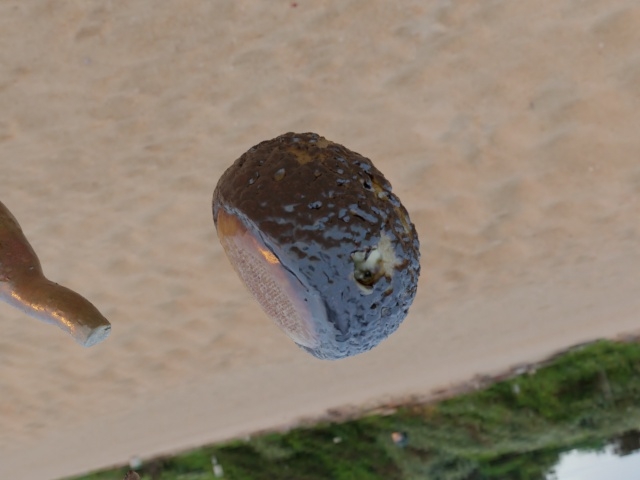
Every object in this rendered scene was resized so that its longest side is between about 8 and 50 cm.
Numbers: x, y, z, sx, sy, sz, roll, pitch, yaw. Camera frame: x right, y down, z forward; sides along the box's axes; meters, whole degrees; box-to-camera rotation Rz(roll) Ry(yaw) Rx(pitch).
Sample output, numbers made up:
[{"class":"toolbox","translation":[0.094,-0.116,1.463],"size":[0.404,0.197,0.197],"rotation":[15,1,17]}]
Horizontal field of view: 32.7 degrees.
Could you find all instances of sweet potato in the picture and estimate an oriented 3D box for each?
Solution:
[{"class":"sweet potato","translation":[-0.441,0.039,1.563],"size":[0.109,0.385,0.109],"rotation":[-30,143,-26]}]

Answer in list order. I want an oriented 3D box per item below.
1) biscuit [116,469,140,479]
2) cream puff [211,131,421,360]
[{"class":"biscuit","translation":[-0.267,0.452,1.574],"size":[0.063,0.235,0.151],"rotation":[-14,-176,-10]},{"class":"cream puff","translation":[0.000,0.000,1.095],"size":[0.165,0.239,0.239],"rotation":[-36,177,-17]}]
